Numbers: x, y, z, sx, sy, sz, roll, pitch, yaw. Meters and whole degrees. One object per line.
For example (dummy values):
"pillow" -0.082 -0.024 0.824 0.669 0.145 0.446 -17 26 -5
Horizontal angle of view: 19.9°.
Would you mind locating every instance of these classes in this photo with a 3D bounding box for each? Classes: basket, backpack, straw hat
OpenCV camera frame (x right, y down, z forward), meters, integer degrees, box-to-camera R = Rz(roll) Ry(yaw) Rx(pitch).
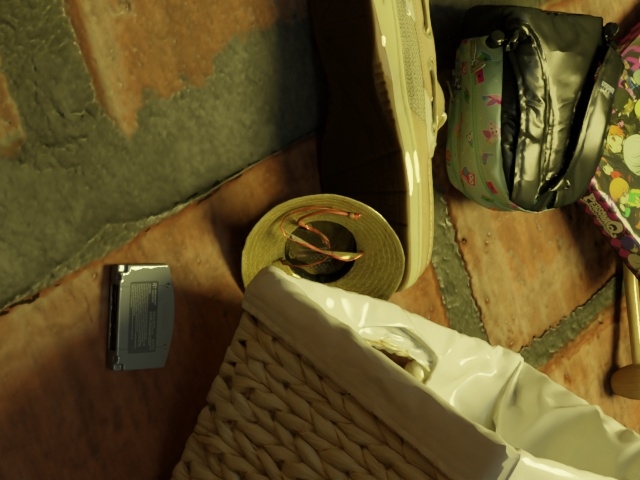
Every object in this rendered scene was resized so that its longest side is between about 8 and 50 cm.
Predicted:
"basket" 0.095 0.229 1.418 0.328 0.331 0.266 20 99 -42
"backpack" 0.183 -0.115 1.629 0.152 0.115 0.182 1 95 -31
"straw hat" 0.000 0.000 1.510 0.144 0.144 0.061 48 22 -35

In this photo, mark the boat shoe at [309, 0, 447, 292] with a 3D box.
"boat shoe" 0.063 -0.109 1.530 0.098 0.109 0.302 -14 99 -39

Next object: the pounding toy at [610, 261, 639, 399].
"pounding toy" 0.401 0.047 1.817 0.155 0.154 0.269 45 65 -36

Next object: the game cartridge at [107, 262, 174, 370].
"game cartridge" -0.140 0.059 1.427 0.056 0.017 0.083 0 95 -38

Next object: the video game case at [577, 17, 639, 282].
"video game case" 0.338 -0.092 1.780 0.210 0.042 0.232 51 61 -12
